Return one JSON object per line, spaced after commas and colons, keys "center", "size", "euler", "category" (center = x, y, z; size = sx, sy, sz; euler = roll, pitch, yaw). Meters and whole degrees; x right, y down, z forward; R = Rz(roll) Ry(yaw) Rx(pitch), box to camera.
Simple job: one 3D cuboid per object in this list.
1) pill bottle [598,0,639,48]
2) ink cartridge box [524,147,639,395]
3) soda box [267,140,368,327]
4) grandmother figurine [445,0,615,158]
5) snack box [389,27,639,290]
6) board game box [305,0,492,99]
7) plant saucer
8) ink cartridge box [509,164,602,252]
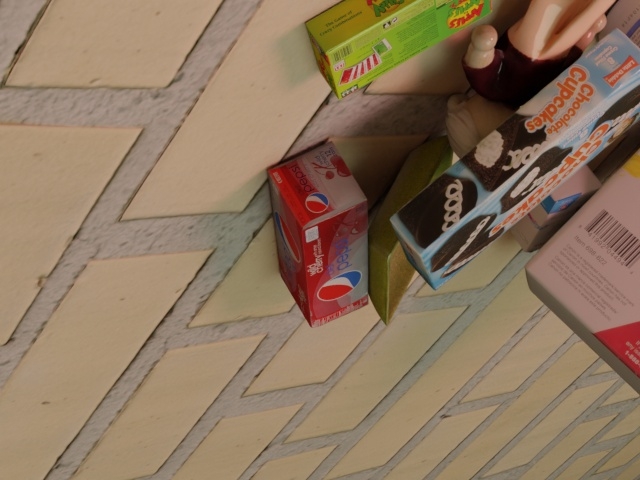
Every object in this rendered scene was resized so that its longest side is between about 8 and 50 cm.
{"center": [0.460, -0.180, 1.581], "size": [0.152, 0.272, 0.152], "euler": [-26, 154, -14], "category": "pill bottle"}
{"center": [0.517, 0.011, 1.896], "size": [0.385, 0.279, 0.160], "euler": [-44, 162, -2], "category": "ink cartridge box"}
{"center": [0.000, 0.000, 1.584], "size": [0.083, 0.092, 0.263], "euler": [-25, 153, -12], "category": "soda box"}
{"center": [0.235, -0.211, 1.477], "size": [0.208, 0.104, 0.342], "euler": [-2, 139, -34], "category": "grandmother figurine"}
{"center": [0.225, -0.083, 1.518], "size": [0.322, 0.060, 0.187], "euler": [-40, 163, -1], "category": "snack box"}
{"center": [0.080, -0.220, 1.340], "size": [0.181, 0.043, 0.092], "euler": [-30, 155, -4], "category": "board game box"}
{"center": [0.101, -0.018, 1.648], "size": [0.188, 0.045, 0.188], "euler": [-61, 166, -24], "category": "plant saucer"}
{"center": [0.333, -0.046, 1.934], "size": [0.089, 0.052, 0.122], "euler": [-18, 150, -28], "category": "ink cartridge box"}
